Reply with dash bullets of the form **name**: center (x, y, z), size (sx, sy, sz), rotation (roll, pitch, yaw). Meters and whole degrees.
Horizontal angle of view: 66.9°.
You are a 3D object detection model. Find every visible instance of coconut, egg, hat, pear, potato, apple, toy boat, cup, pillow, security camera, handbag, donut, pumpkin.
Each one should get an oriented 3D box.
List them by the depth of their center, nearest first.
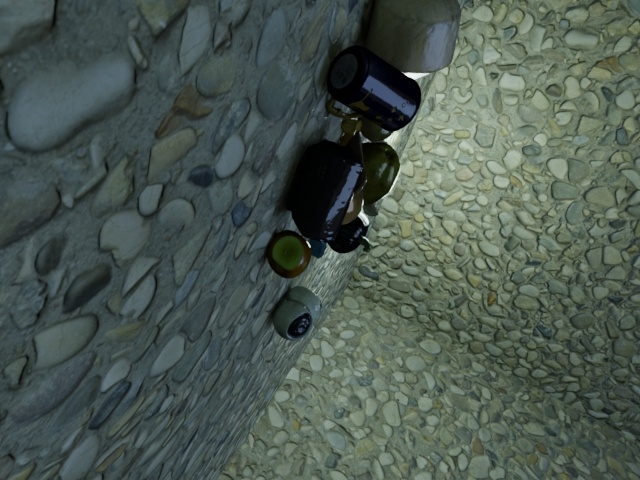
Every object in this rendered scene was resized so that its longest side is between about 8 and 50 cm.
- **cup**: center (0.130, -0.427, 1.464), size (0.256, 0.179, 0.255), rotation (14, 133, -43)
- **coconut**: center (0.288, -0.649, 1.545), size (0.329, 0.328, 0.329), rotation (-59, 168, -20)
- **pillow**: center (0.112, -0.251, 1.610), size (0.135, 0.034, 0.211), rotation (138, -47, -55)
- **handbag**: center (-0.012, -0.183, 1.610), size (0.275, 0.177, 0.302), rotation (53, -51, 53)
- **apple**: center (-0.110, 0.052, 1.704), size (0.147, 0.146, 0.163), rotation (-54, 169, -21)
- **donut**: center (0.103, -0.381, 1.862), size (0.146, 0.078, 0.181), rotation (-24, 133, -75)
- **egg**: center (0.061, -0.155, 1.870), size (0.244, 0.201, 0.201), rotation (-29, 145, -54)
- **potato**: center (0.216, -0.488, 1.906), size (0.157, 0.157, 0.194), rotation (-57, 154, -29)
- **pear**: center (0.194, -0.283, 2.035), size (0.321, 0.269, 0.269), rotation (-41, -170, 51)
- **security camera**: center (-0.120, 0.350, 2.256), size (0.236, 0.194, 0.195), rotation (-48, 162, -37)
- **toy boat**: center (0.000, 0.000, 2.260), size (0.077, 0.075, 0.186), rotation (-50, 159, -41)
- **hat**: center (0.234, -0.252, 2.371), size (0.226, 0.164, 0.220), rotation (56, 36, -34)
- **pumpkin**: center (0.168, -0.027, 2.529), size (0.248, 0.248, 0.248), rotation (-59, 168, -20)

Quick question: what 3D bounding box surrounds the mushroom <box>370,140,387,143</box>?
- **mushroom**: center (0.239, -0.380, 2.430), size (0.270, 0.103, 0.118), rotation (-57, 169, -1)
